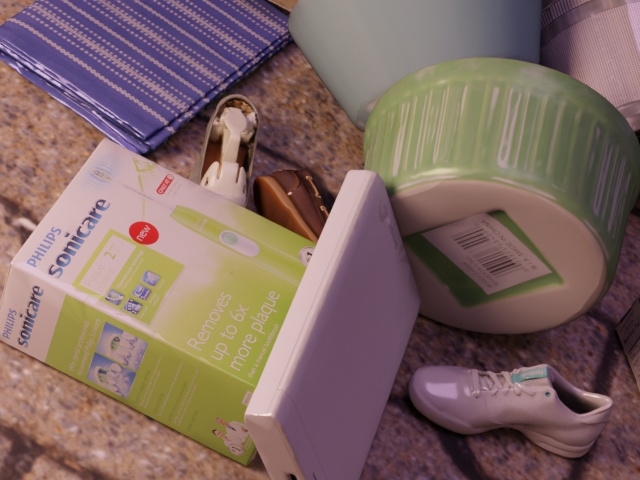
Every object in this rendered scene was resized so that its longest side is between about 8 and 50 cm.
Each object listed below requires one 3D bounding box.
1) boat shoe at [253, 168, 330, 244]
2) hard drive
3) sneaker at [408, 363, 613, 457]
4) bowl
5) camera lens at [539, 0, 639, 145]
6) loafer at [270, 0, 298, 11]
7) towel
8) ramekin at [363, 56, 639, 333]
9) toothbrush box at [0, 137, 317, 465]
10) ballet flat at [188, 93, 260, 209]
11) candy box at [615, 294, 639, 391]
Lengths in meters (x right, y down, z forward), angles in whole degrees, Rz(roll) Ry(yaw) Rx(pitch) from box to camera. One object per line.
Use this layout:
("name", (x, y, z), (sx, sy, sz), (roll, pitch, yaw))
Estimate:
("boat shoe", (0.000, 0.000, 1.599), (0.073, 0.073, 0.207), (-10, 56, -28))
("hard drive", (0.020, 0.111, 1.417), (0.040, 0.203, 0.307), (3, 46, 24))
("sneaker", (0.200, 0.157, 1.533), (0.212, 0.094, 0.080), (14, 48, -11))
("bowl", (0.131, -0.218, 1.726), (0.311, 0.311, 0.163), (-8, 75, -29))
("camera lens", (0.371, -0.207, 1.807), (0.219, 0.219, 0.274), (-3, 67, -25))
("loafer", (-0.017, -0.323, 1.835), (0.268, 0.092, 0.102), (21, 64, 15))
("towel", (-0.204, -0.239, 1.756), (0.243, 0.040, 0.336), (35, 44, 11))
("ramekin", (0.181, -0.034, 1.559), (0.303, 0.303, 0.148), (20, 53, -6))
("toothbrush box", (-0.143, 0.057, 1.456), (0.283, 0.122, 0.206), (26, 45, 2))
("ballet flat", (-0.107, -0.079, 1.627), (0.072, 0.068, 0.213), (15, 47, -10))
("candy box", (0.442, 0.172, 1.639), (0.159, 0.071, 0.233), (3, 51, -21))
